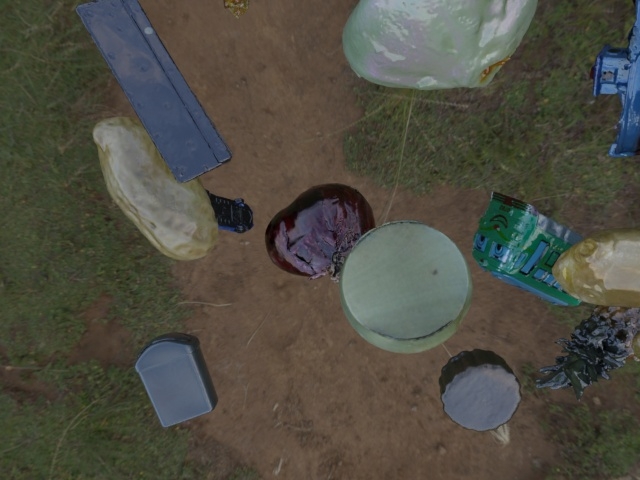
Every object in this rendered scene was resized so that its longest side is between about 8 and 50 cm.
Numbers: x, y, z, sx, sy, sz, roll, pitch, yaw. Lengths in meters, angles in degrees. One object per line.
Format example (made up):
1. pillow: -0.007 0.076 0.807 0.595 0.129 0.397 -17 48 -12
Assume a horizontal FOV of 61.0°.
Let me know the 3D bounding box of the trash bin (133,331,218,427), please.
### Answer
1. trash bin: -0.398 0.372 1.494 0.176 0.101 0.236 -19 96 0

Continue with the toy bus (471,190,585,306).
1. toy bus: 0.548 0.033 1.381 0.343 0.183 0.200 23 99 -27

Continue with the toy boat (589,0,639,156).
1. toy boat: 0.406 -0.207 0.713 0.097 0.223 0.100 15 44 34

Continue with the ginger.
1. ginger: 0.494 0.086 0.616 0.363 0.348 0.122 43 62 -32

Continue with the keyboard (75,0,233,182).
1. keyboard: -0.189 -0.175 0.618 0.072 0.023 0.231 -31 90 -22

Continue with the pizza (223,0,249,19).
1. pizza: -0.183 -0.510 1.032 0.046 0.134 0.175 -42 121 -17

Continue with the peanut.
1. peanut: -0.381 -0.123 1.276 0.192 0.169 0.387 -45 106 -32

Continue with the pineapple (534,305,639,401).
1. pineapple: 0.583 0.204 1.115 0.340 0.169 0.169 -24 87 -16

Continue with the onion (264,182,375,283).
1. onion: -0.005 -0.016 1.291 0.280 0.221 0.281 -11 55 16

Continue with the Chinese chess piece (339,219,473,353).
1. Chinese chess piece: 0.121 0.066 0.777 0.188 0.083 0.189 -4 68 9

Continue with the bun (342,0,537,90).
1. bun: 0.182 -0.295 0.703 0.293 0.293 0.187 -43 96 0

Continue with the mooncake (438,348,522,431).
1. mooncake: 0.454 0.426 1.569 0.228 0.124 0.228 0 109 1

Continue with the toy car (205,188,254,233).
1. toy car: -0.282 -0.075 1.529 0.063 0.216 0.103 -22 65 40
